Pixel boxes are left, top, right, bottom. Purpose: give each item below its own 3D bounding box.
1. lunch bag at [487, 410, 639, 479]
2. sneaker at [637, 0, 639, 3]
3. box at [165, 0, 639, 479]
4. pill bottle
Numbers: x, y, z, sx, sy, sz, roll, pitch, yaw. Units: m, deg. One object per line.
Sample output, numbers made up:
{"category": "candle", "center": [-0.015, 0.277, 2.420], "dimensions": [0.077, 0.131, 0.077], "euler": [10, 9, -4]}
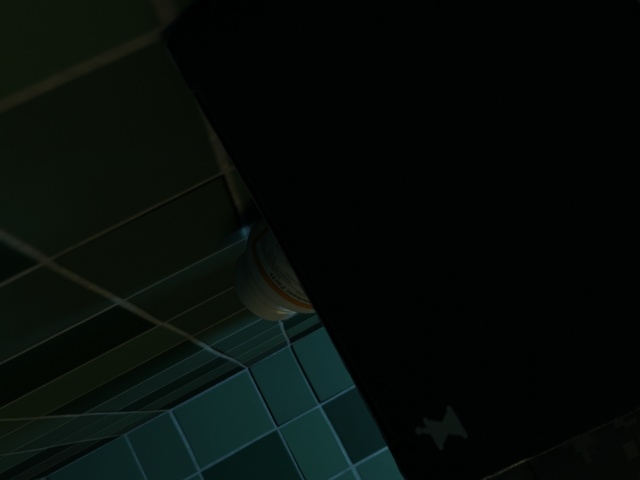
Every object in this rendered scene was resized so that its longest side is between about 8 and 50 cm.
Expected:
{"category": "lunch bag", "center": [0.278, 0.194, 0.501], "dimensions": [0.305, 0.256, 0.212], "euler": [-29, 169, 0]}
{"category": "sneaker", "center": [0.330, -0.238, 0.771], "dimensions": [0.064, 0.061, 0.158], "euler": [-13, 161, 0]}
{"category": "box", "center": [0.137, -0.049, 0.493], "dimensions": [0.212, 0.294, 0.395], "euler": [-34, 168, 23]}
{"category": "pill bottle", "center": [0.000, 0.000, 0.772], "dimensions": [0.136, 0.136, 0.245], "euler": [-18, 165, -43]}
